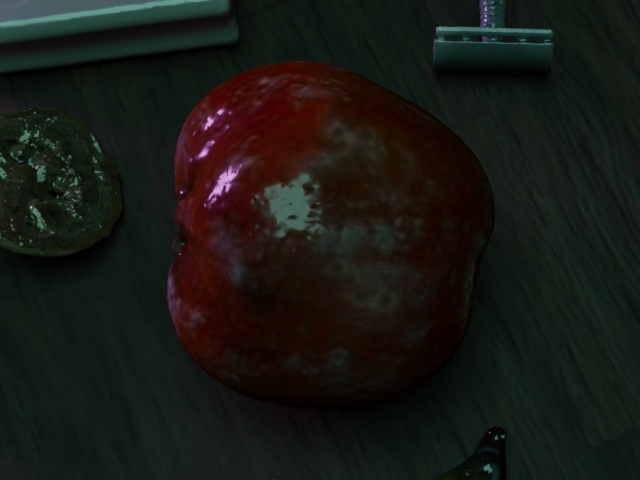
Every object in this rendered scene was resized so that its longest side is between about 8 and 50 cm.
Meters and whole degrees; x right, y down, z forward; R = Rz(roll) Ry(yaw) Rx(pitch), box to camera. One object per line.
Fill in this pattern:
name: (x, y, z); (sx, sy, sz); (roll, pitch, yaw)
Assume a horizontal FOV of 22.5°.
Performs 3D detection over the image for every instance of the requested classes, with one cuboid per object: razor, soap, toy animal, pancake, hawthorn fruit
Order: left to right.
pancake: (-0.250, -0.050, 1.421); (0.158, 0.028, 0.158); (12, 58, -21)
soap: (-0.215, -0.250, 1.489); (0.265, 0.087, 0.159); (-7, 70, 2)
hawthorn fruit: (0.000, 0.000, 1.306); (0.284, 0.284, 0.284); (-1, 70, 4)
razor: (0.162, -0.259, 1.486); (0.106, 0.068, 0.232); (3, 64, 4)
toy animal: (0.144, 0.250, 1.307); (0.105, 0.070, 0.202); (1, 67, -9)
